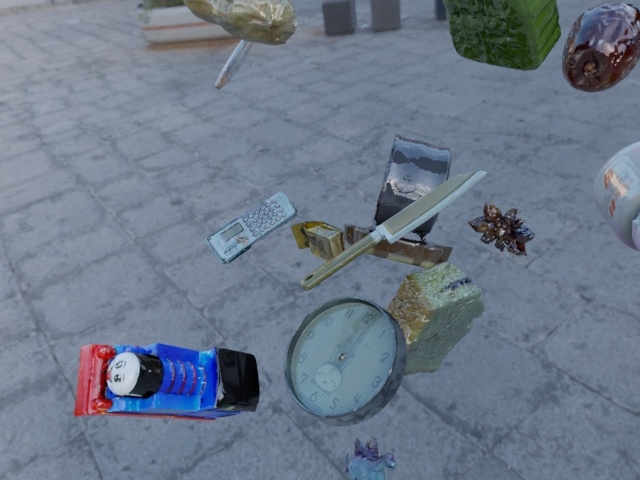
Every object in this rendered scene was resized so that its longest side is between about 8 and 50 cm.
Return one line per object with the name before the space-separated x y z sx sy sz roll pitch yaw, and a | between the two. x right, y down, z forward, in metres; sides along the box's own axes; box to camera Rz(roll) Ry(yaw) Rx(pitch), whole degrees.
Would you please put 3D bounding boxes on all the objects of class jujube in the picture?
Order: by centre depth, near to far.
jujube | 0.661 -0.457 1.231 0.183 0.183 0.243 17 49 36

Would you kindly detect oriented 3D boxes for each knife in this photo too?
knife | 0.115 -0.012 0.834 0.343 0.027 0.061 -35 25 5

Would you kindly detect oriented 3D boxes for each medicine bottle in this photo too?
medicine bottle | 0.807 -0.073 1.211 0.241 0.241 0.301 -6 37 6

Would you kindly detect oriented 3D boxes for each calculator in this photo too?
calculator | -0.110 -0.024 0.874 0.172 0.057 0.018 -36 -1 -32

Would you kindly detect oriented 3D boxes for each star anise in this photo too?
star anise | 0.435 -0.028 1.249 0.168 0.167 0.057 22 51 41

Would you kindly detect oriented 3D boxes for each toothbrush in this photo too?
toothbrush | -0.142 -0.455 1.128 0.037 0.028 0.375 6 57 26

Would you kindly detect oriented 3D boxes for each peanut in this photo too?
peanut | -0.131 -0.368 0.812 0.214 0.099 0.099 36 50 23

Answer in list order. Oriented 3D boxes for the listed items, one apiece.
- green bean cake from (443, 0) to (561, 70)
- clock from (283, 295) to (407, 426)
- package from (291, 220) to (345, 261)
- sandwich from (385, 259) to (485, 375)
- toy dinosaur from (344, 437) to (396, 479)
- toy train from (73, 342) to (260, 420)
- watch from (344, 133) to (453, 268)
green bean cake | 0.381 -0.491 1.111 0.222 0.248 0.125 31 76 37
clock | 0.036 0.192 0.861 0.215 0.042 0.214 -19 50 23
package | 0.000 0.000 1.102 0.047 0.071 0.131 -36 34 -25
sandwich | 0.292 0.213 1.393 0.262 0.325 0.131 10 28 -43
toy dinosaur | 0.060 0.291 0.658 0.045 0.197 0.080 5 68 -11
toy train | -0.185 0.177 0.651 0.131 0.204 0.082 -18 63 29
watch | 0.236 -0.110 1.391 0.314 0.326 0.335 14 4 5
